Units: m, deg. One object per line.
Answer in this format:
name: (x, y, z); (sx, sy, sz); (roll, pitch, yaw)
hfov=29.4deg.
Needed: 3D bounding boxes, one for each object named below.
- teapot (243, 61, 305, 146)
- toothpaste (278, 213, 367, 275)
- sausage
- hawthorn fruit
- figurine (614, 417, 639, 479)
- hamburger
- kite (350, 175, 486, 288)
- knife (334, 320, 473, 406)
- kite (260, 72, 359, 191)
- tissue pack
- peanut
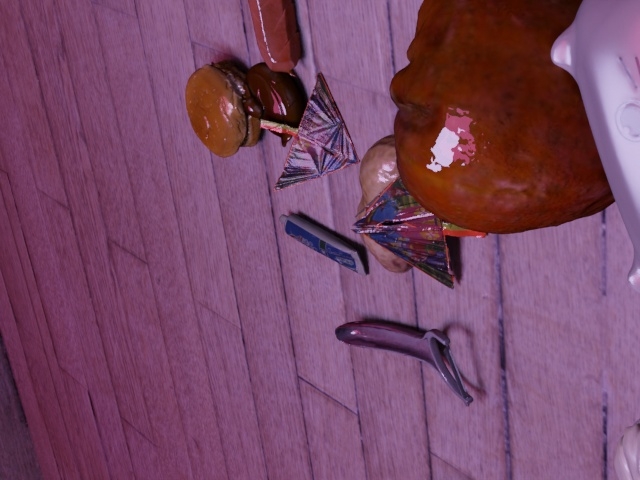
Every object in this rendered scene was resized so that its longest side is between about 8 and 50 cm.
teapot: (-0.073, -0.199, 1.792); (0.129, 0.078, 0.098); (60, 150, 8)
toothpaste: (0.000, 0.000, 1.876); (0.197, 0.035, 0.057); (30, 152, 42)
sausage: (-0.066, -0.313, 1.716); (0.065, 0.065, 0.169); (23, 131, 49)
hawthorn fruit: (0.226, -0.135, 1.206); (0.298, 0.277, 0.277); (15, 129, 19)
figurine: (0.380, 0.202, 1.204); (0.182, 0.256, 0.145); (-13, 103, 58)
hamburger: (-0.153, -0.208, 1.911); (0.138, 0.083, 0.147); (49, 144, 32)
kite: (0.124, -0.022, 1.577); (0.183, 0.014, 0.241); (4, 133, 17)
knife: (0.123, 0.161, 1.783); (0.278, 0.053, 0.123); (14, 128, 55)
kite: (-0.015, -0.144, 1.750); (0.159, 0.010, 0.190); (27, 109, 10)
tissue pack: (0.349, -0.103, 1.011); (0.236, 0.229, 0.333); (-15, 100, 31)
peanut: (0.098, -0.047, 1.633); (0.104, 0.085, 0.228); (34, 141, 25)
